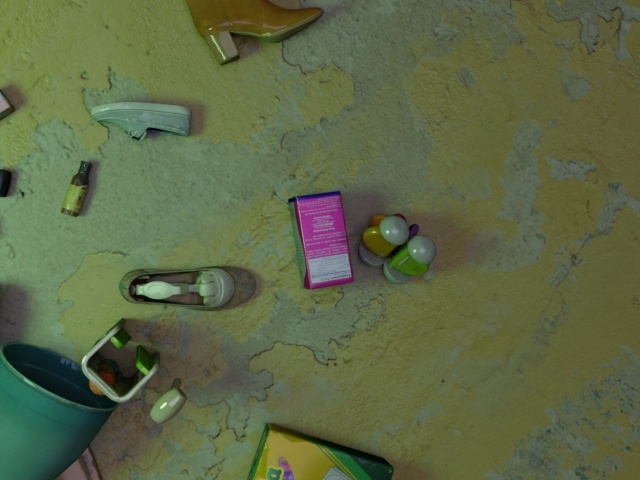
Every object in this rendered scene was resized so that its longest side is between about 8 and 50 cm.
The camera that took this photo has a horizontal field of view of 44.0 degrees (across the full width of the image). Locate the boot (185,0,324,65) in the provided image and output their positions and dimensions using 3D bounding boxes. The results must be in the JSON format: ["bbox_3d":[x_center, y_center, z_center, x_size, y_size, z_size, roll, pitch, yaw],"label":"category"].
[{"bbox_3d":[-0.159,-0.560,1.855,0.295,0.104,0.211,-25,94,-7],"label":"boot"}]

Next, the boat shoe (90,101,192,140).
[{"bbox_3d":[-0.408,-0.268,1.811,0.227,0.079,0.081,0,85,-14],"label":"boat shoe"}]

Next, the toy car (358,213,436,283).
[{"bbox_3d":[0.191,0.005,1.908,0.182,0.159,0.136,34,46,-8],"label":"toy car"}]

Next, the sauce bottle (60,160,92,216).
[{"bbox_3d":[-0.551,-0.118,1.799,0.042,0.042,0.128,19,88,-10],"label":"sauce bottle"}]

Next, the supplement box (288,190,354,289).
[{"bbox_3d":[0.000,0.000,1.872,0.114,0.111,0.220,-8,91,-12],"label":"supplement box"}]

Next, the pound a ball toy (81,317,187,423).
[{"bbox_3d":[-0.403,0.290,1.681,0.136,0.319,0.208,-45,98,-9],"label":"pound a ball toy"}]

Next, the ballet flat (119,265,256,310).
[{"bbox_3d":[-0.299,0.113,1.813,0.316,0.106,0.108,-3,90,-12],"label":"ballet flat"}]

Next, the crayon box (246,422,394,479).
[{"bbox_3d":[-0.036,0.651,1.856,0.313,0.106,0.363,19,85,-10],"label":"crayon box"}]

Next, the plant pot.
[{"bbox_3d":[-0.612,0.393,1.676,0.271,0.271,0.255,31,90,-9],"label":"plant pot"}]

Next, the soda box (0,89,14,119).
[{"bbox_3d":[-0.774,-0.267,1.750,0.183,0.058,0.063,-36,96,-10],"label":"soda box"}]

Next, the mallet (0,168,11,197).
[{"bbox_3d":[-0.787,-0.132,1.759,0.189,0.039,0.062,3,85,-7],"label":"mallet"}]

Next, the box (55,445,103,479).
[{"bbox_3d":[-0.575,0.574,1.793,0.164,0.021,0.201,-20,93,-11],"label":"box"}]
